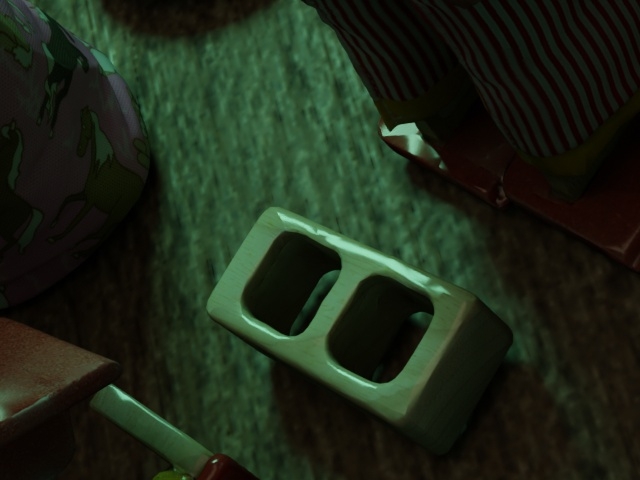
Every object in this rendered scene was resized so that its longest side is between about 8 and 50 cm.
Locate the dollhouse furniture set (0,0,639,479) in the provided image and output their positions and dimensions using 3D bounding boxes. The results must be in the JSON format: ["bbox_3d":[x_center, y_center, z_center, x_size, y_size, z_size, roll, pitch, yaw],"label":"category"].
[{"bbox_3d":[0.000,0.000,0.730,0.152,0.201,0.374,26,78,38],"label":"dollhouse furniture set"}]

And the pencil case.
[{"bbox_3d":[-0.221,-0.088,0.800,0.160,0.386,0.167,-40,61,6],"label":"pencil case"}]
